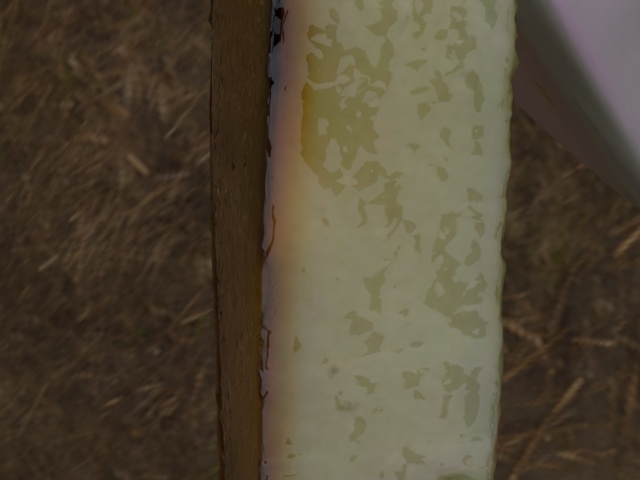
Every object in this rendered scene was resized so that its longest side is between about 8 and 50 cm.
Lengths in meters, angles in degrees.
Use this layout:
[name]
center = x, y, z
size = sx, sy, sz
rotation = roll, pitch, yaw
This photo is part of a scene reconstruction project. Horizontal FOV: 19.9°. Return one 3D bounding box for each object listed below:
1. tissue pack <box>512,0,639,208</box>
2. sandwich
[tissue pack]
center = 0.073, -0.143, 0.570
size = 0.124, 0.185, 0.225
rotation = -34, 110, 0
[sandwich]
center = 0.000, 0.000, 0.422
size = 0.058, 0.193, 0.162
rotation = 1, 97, -6
